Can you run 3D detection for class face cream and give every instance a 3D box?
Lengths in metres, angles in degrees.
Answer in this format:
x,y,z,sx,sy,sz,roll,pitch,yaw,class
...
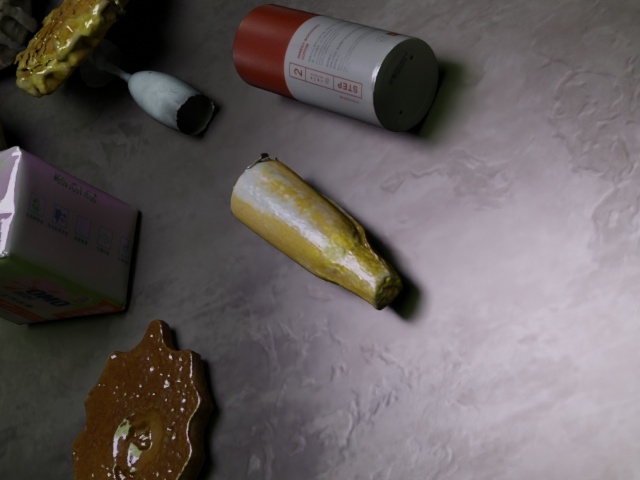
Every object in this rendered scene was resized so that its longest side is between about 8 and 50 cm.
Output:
x,y,z,sx,sy,sz,roll,pitch,yaw,class
0.012,-0.183,1.440,0.214,0.096,0.096,22,87,42,face cream

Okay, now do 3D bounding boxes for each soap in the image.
x,y,z,sx,sy,sz,roll,pitch,yaw,class
-0.339,0.000,1.574,0.182,0.199,0.138,-10,64,34,soap

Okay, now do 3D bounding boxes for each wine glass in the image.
x,y,z,sx,sy,sz,roll,pitch,yaw,class
-0.206,-0.178,1.633,0.198,0.066,0.066,31,93,40,wine glass

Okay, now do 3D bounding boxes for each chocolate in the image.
x,y,z,sx,sy,sz,roll,pitch,yaw,class
0.000,0.000,1.396,0.219,0.085,0.085,40,99,37,chocolate

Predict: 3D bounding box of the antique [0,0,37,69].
x,y,z,sx,sy,sz,roll,pitch,yaw,class
-0.494,-0.280,1.843,0.284,0.150,0.125,-11,65,32,antique

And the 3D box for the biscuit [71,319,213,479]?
x,y,z,sx,sy,sz,roll,pitch,yaw,class
-0.187,0.190,1.488,0.182,0.034,0.215,-3,68,36,biscuit

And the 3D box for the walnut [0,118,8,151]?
x,y,z,sx,sy,sz,roll,pitch,yaw,class
-0.542,-0.093,1.730,0.277,0.282,0.253,-54,9,1,walnut

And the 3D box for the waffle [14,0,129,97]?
x,y,z,sx,sy,sz,roll,pitch,yaw,class
-0.276,-0.284,1.676,0.291,0.051,0.291,-40,24,22,waffle
